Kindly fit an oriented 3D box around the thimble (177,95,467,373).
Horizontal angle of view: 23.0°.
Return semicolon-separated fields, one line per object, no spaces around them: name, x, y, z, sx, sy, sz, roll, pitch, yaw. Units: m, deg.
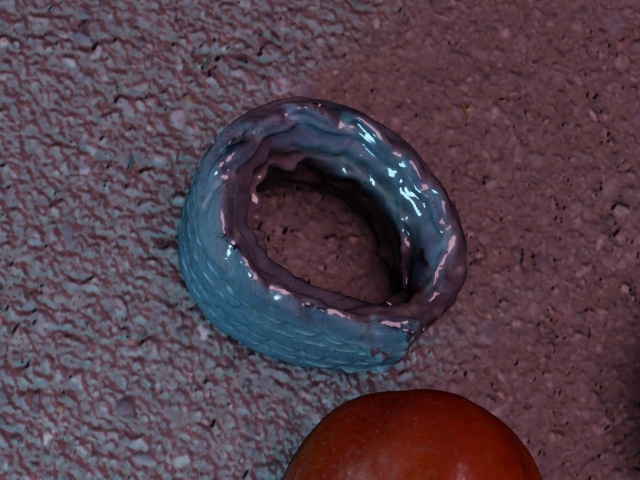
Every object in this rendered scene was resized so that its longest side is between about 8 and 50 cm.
thimble;0.000;0.000;1.292;0.205;0.172;0.236;-42;90;-16

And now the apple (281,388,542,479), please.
apple;0.069;0.229;1.225;0.218;0.218;0.201;14;57;-9
